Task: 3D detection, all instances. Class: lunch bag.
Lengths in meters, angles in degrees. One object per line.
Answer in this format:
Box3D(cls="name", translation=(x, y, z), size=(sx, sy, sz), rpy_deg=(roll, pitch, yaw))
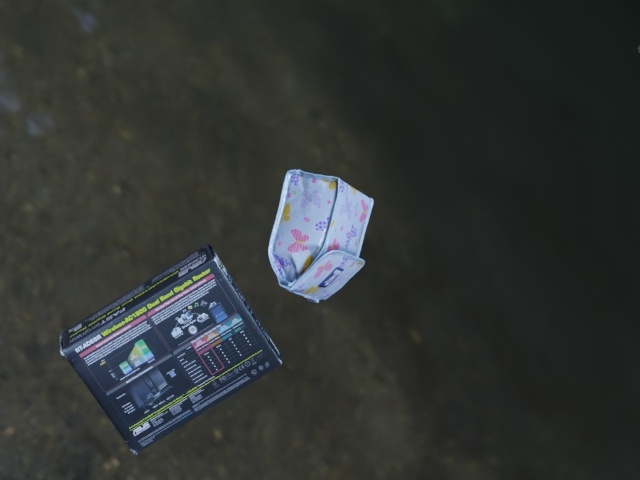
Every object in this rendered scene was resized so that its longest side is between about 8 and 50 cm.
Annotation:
Box3D(cls="lunch bag", translation=(0.000, 0.000, 1.009), size=(0.053, 0.083, 0.071), rpy_deg=(14, -6, 24))

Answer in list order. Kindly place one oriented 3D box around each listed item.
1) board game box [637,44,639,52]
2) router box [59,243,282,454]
Box3D(cls="board game box", translation=(0.465, -0.230, 1.147), size=(0.319, 0.318, 0.066), rpy_deg=(26, -8, 45))
Box3D(cls="router box", translation=(-0.101, 0.073, 0.980), size=(0.092, 0.122, 0.038), rpy_deg=(59, -1, -20))
